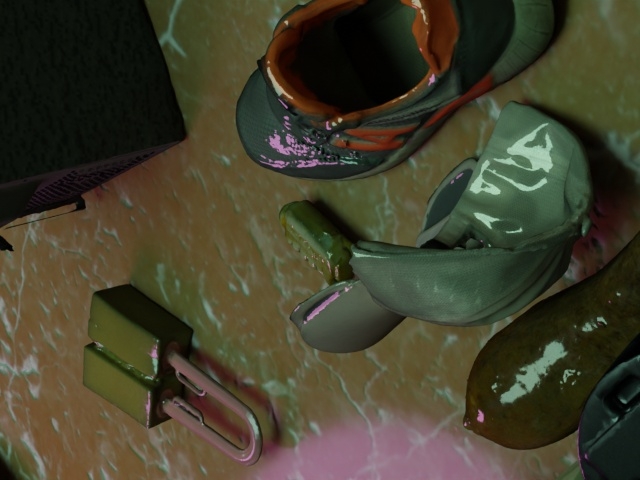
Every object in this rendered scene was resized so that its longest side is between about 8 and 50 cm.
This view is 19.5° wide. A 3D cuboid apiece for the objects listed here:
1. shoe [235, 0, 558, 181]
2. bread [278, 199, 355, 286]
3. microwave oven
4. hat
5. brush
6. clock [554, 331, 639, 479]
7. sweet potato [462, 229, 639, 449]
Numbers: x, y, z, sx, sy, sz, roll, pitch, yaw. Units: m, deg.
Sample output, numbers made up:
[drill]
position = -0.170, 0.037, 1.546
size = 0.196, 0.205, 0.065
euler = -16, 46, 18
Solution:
[shoe]
position = 0.011, -0.118, 1.385
size = 0.336, 0.171, 0.132
euler = -28, 83, 48
[bread]
position = 0.000, 0.000, 1.544
size = 0.088, 0.033, 0.049
euler = 44, 146, 35
[microwave oven]
position = -0.387, -0.147, 1.616
size = 0.236, 0.432, 0.374
euler = -21, 87, 49
[hat]
position = 0.097, 0.027, 1.339
size = 0.164, 0.219, 0.226
euler = 33, 140, 20
[brush]
position = -0.128, 0.135, 1.724
size = 0.233, 0.047, 0.103
euler = 30, 124, 37
[clock]
position = 0.238, 0.221, 1.253
size = 0.276, 0.120, 0.379
euler = 42, 129, 8
[sweet potato]
position = 0.206, 0.052, 1.291
size = 0.292, 0.097, 0.097
euler = -47, 68, 35
